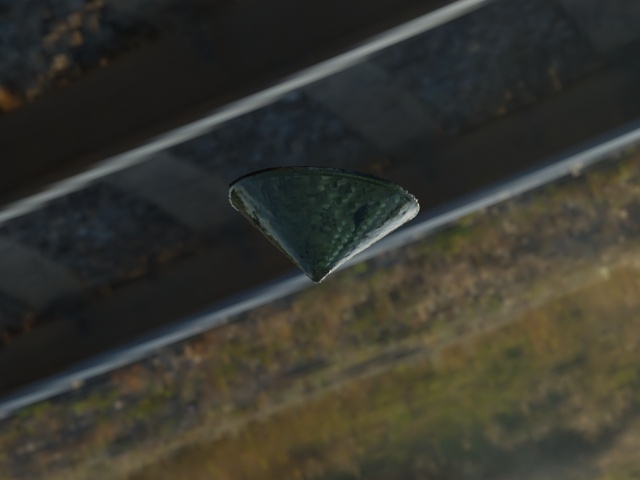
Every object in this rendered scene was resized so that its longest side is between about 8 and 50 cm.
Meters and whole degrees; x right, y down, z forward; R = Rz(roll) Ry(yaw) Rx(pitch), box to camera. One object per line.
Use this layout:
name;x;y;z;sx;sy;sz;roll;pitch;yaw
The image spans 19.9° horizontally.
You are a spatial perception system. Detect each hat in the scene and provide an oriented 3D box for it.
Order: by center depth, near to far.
hat;0.000;0.000;1.365;0.146;0.067;0.146;4;162;1
